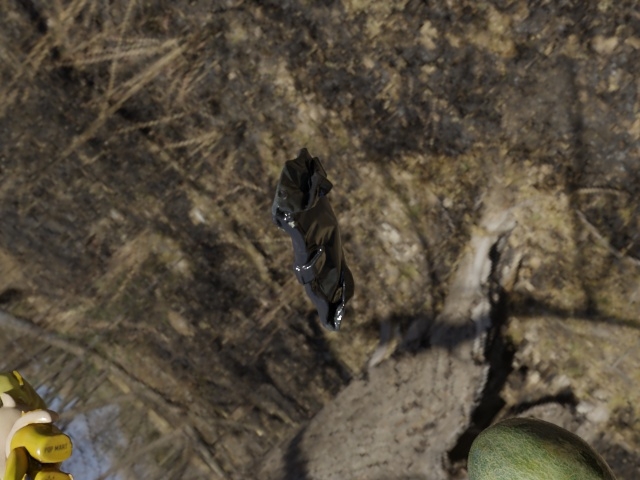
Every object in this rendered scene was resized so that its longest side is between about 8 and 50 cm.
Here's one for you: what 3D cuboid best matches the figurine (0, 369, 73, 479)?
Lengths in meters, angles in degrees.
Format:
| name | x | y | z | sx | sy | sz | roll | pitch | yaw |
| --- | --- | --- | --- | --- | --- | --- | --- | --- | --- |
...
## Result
| name | x | y | z | sx | sy | sz | roll | pitch | yaw |
| --- | --- | --- | --- | --- | --- | --- | --- | --- | --- |
| figurine | -0.345 | 0.225 | 0.869 | 0.246 | 0.131 | 0.156 | -6 | 83 | 50 |

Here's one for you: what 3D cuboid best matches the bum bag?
| name | x | y | z | sx | sy | sz | roll | pitch | yaw |
| --- | --- | --- | --- | --- | --- | --- | --- | --- | --- |
| bum bag | 0.000 | 0.000 | 0.716 | 0.049 | 0.087 | 0.198 | -4 | 138 | 14 |

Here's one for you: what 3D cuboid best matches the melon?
| name | x | y | z | sx | sy | sz | roll | pitch | yaw |
| --- | --- | --- | --- | --- | --- | --- | --- | --- | --- |
| melon | 0.207 | 0.230 | 0.748 | 0.167 | 0.114 | 0.114 | 18 | 147 | 55 |
